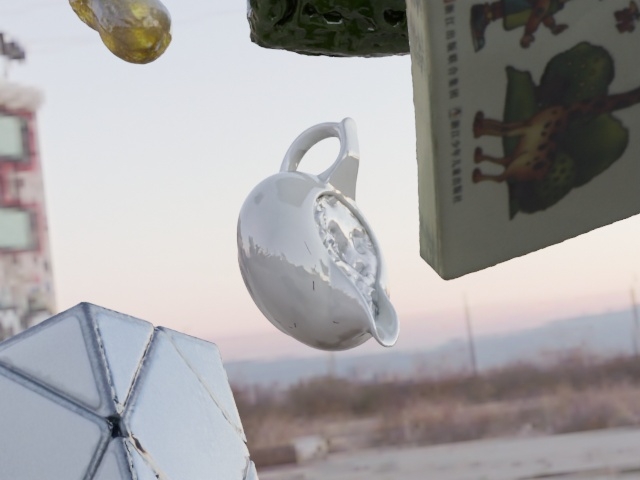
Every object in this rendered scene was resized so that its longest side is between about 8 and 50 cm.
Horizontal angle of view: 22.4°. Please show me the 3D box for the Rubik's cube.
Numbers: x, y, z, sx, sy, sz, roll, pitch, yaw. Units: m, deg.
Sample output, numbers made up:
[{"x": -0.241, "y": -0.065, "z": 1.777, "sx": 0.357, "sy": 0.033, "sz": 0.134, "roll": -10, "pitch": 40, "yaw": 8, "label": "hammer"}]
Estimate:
[{"x": -0.183, "y": 0.191, "z": 1.250, "sx": 0.207, "sy": 0.205, "sz": 0.205, "roll": -24, "pitch": -22, "yaw": 19, "label": "Rubik's cube"}]

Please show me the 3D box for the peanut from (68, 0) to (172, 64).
[{"x": -0.235, "y": -0.271, "z": 1.867, "sx": 0.087, "sy": 0.087, "sz": 0.206, "roll": -2, "pitch": 32, "yaw": -35, "label": "peanut"}]

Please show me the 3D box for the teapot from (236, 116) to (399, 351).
[{"x": 0.000, "y": 0.000, "z": 1.781, "sx": 0.208, "sy": 0.299, "sz": 0.166, "roll": 19, "pitch": -34, "yaw": -38, "label": "teapot"}]

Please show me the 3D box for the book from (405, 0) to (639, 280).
[{"x": 0.222, "y": -0.135, "z": 0.938, "sx": 0.371, "sy": 0.043, "sz": 0.260, "roll": -20, "pitch": -48, "yaw": -15, "label": "book"}]

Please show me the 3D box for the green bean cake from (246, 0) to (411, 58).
[{"x": 0.043, "y": -0.331, "z": 1.839, "sx": 0.247, "sy": 0.156, "sz": 0.250, "roll": 3, "pitch": -42, "yaw": -11, "label": "green bean cake"}]
